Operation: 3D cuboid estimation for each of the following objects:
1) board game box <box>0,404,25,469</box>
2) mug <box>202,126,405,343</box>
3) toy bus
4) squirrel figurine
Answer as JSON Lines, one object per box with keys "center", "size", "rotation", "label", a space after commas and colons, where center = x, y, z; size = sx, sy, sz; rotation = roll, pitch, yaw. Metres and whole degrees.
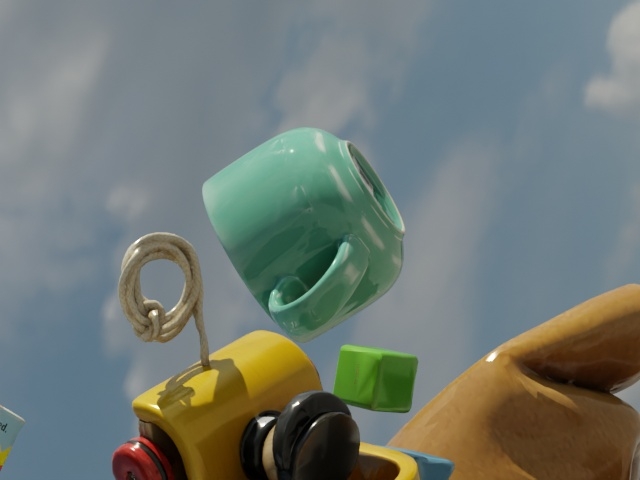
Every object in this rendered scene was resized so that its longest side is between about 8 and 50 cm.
{"center": [-0.250, 0.146, 0.655], "size": [0.144, 0.142, 0.275], "rotation": [45, -117, -50], "label": "board game box"}
{"center": [0.002, 0.000, 1.228], "size": [0.097, 0.158, 0.129], "rotation": [-32, -31, 10], "label": "mug"}
{"center": [-0.005, 0.120, 0.745], "size": [0.202, 0.104, 0.191], "rotation": [31, -107, -44], "label": "toy bus"}
{"center": [0.140, 0.278, 1.049], "size": [0.397, 0.370, 0.281], "rotation": [-19, -30, -35], "label": "squirrel figurine"}
